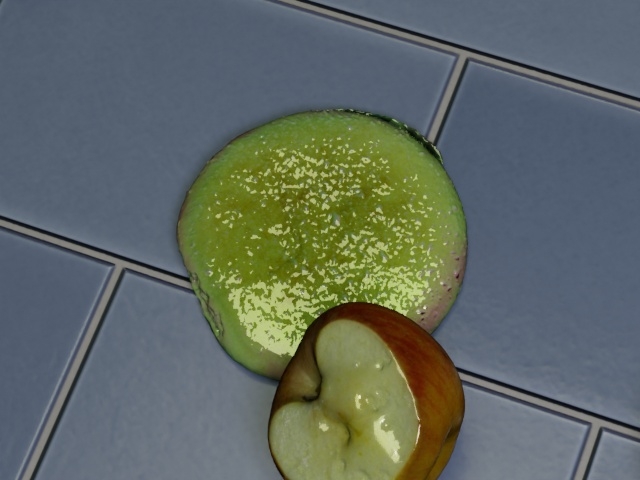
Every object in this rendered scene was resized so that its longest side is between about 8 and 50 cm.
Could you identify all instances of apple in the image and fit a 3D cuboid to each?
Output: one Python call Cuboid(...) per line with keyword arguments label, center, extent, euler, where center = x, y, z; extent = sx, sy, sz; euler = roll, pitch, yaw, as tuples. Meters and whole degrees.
Cuboid(label="apple", center=(0.042, 0.158, 1.726), extent=(0.173, 0.160, 0.195), euler=(29, 98, 11))

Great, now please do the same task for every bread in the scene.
Cuboid(label="bread", center=(0.006, -0.001, 1.861), extent=(0.301, 0.045, 0.301), euler=(-1, 69, 2))
